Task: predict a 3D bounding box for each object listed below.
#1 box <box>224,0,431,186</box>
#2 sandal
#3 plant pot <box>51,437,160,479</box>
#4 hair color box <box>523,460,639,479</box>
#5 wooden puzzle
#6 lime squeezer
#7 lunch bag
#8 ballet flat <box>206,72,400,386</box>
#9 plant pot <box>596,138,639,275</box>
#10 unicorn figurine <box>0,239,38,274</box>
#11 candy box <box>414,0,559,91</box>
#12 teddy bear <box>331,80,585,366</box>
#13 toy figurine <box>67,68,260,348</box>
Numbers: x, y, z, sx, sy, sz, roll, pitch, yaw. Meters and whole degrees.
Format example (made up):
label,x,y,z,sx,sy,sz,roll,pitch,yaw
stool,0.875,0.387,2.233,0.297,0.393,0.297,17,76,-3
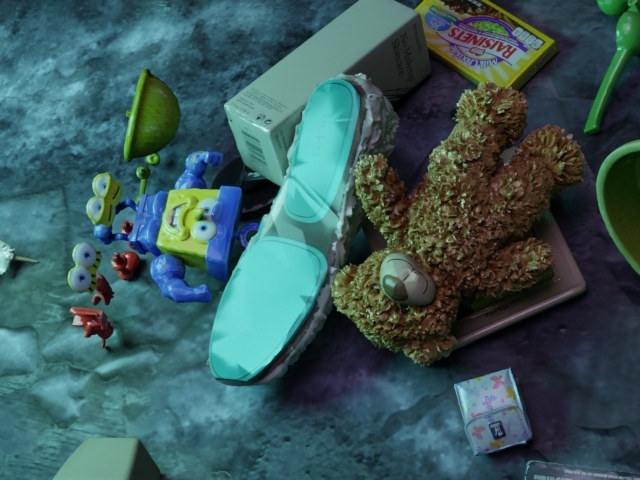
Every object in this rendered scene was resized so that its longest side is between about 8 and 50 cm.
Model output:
label,x,y,z,sx,sy,sz,roll,pitch,yaw
box,0.014,-0.196,1.730,0.275,0.113,0.094,-41,50,-20
sandal,-0.036,-0.109,1.769,0.254,0.054,0.097,-24,54,7
plant pot,-0.247,0.293,1.585,0.109,0.109,0.096,-3,47,20
hair color box,0.264,0.402,1.305,0.173,0.105,0.347,2,62,24
wooden puzzle,0.177,0.010,1.616,0.221,0.044,0.239,-25,54,7
lime squeezer,0.367,-0.280,1.721,0.110,0.058,0.310,-35,49,38
lunch bag,0.195,0.193,1.493,0.071,0.053,0.083,-17,64,13
ballet flat,0.000,0.000,1.627,0.147,0.147,0.409,22,89,31
plant pot,0.483,-0.072,1.430,0.276,0.276,0.254,32,64,34
unicorn figurine,-0.493,0.041,1.860,0.161,0.060,0.111,17,68,29
candy box,0.207,-0.269,1.785,0.105,0.027,0.206,-47,55,-5
teddy bear,0.158,-0.024,1.525,0.338,0.113,0.245,-34,94,-9
toy figurine,-0.164,-0.028,1.719,0.217,0.191,0.363,7,63,10
